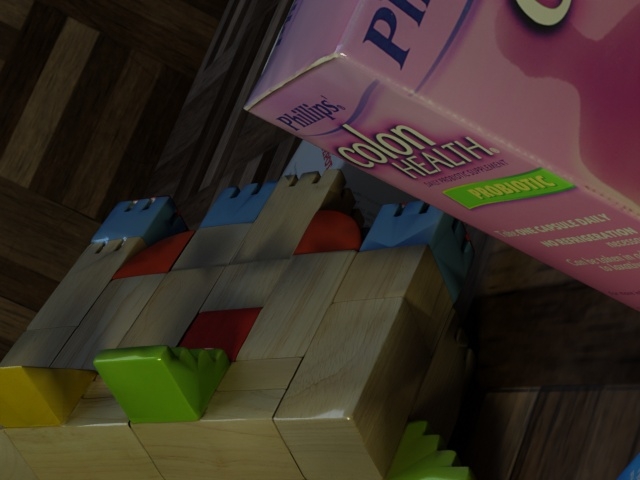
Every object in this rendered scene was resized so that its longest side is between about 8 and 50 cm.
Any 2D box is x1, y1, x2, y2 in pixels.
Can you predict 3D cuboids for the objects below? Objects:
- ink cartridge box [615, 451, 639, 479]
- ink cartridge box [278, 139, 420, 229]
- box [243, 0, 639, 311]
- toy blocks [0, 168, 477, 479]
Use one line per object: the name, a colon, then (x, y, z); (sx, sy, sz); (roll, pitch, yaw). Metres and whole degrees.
ink cartridge box: (0.172, 0.062, 0.394); (0.191, 0.082, 0.139); (-58, 0, 24)
ink cartridge box: (0.000, 0.000, 1.106); (0.203, 0.086, 0.148); (-58, 17, 20)
box: (0.129, -0.102, 0.544); (0.213, 0.243, 0.117); (-67, 15, -12)
toy blocks: (-0.046, 0.060, 0.865); (0.381, 0.191, 0.261); (-6, 35, 30)
